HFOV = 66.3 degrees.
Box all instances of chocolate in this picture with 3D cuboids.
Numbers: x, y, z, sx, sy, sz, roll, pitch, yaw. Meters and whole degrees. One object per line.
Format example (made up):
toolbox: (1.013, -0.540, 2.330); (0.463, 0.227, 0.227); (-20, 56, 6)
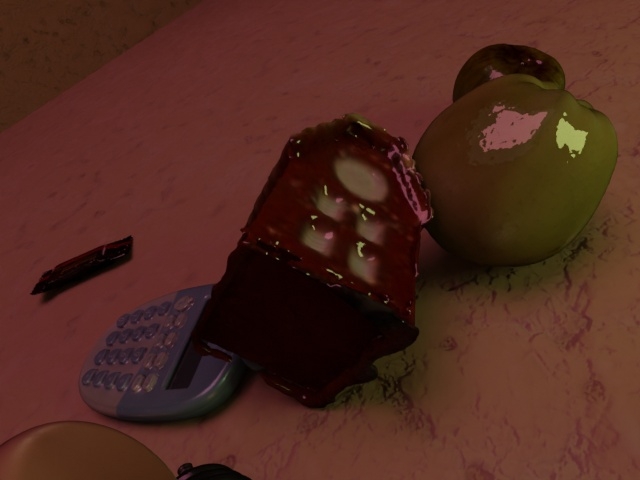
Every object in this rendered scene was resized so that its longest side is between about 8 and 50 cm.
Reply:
chocolate: (-0.417, 0.045, 0.862); (0.182, 0.028, 0.086); (-27, 29, -3)

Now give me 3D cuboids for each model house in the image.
model house: (0.000, 0.000, 0.495); (0.196, 0.159, 0.254); (-55, 14, 46)

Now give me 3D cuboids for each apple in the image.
apple: (0.191, -0.068, 0.505); (0.199, 0.200, 0.200); (-16, 38, 13)

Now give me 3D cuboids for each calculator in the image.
calculator: (-0.170, 0.131, 0.599); (0.302, 0.042, 0.189); (-8, 39, 23)

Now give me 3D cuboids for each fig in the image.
fig: (0.259, -0.211, 0.690); (0.135, 0.121, 0.153); (-35, 37, -20)

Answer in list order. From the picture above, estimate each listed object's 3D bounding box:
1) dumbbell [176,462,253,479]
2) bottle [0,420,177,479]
dumbbell: (-0.069, 0.242, 0.357); (0.099, 0.099, 0.208); (-36, 37, -13)
bottle: (-0.206, 0.253, 0.271); (0.173, 0.206, 0.297); (42, 95, 16)
